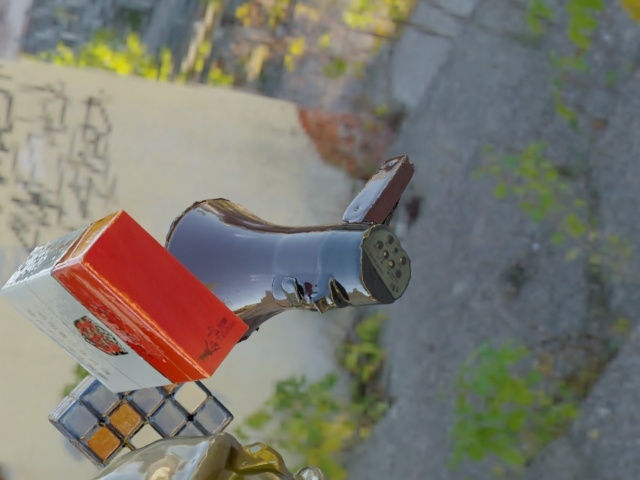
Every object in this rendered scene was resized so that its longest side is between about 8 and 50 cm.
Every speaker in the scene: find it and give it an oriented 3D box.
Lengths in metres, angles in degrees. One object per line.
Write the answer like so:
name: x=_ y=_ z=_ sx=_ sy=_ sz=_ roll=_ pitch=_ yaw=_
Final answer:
speaker: x=-0.002 y=0.021 z=1.947 sx=0.330 sy=0.259 sz=0.198 roll=-6 pitch=102 yaw=41

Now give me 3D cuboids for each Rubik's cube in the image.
Rubik's cube: x=-0.132 y=0.129 z=1.113 sx=0.092 sy=0.092 sz=0.092 roll=-46 pitch=6 yaw=-14

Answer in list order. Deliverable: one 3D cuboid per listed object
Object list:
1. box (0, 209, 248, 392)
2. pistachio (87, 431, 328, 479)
box: x=-0.118 y=0.039 z=0.893 sx=0.048 sy=0.100 sz=0.152 roll=-56 pitch=18 yaw=-26
pistachio: x=-0.041 y=0.116 z=0.426 sx=0.149 sy=0.113 sz=0.113 roll=-58 pitch=27 yaw=31
